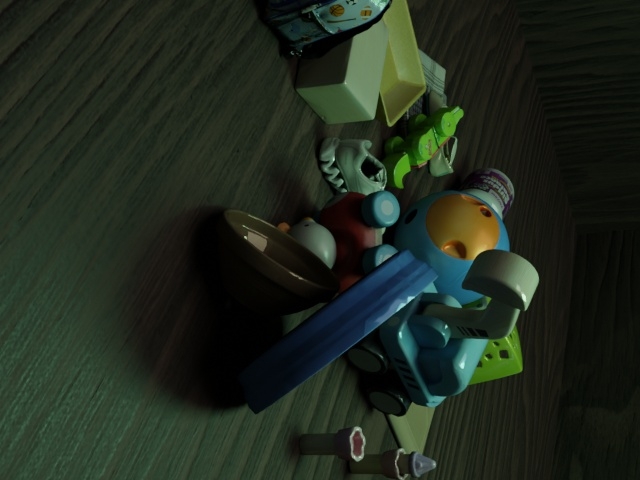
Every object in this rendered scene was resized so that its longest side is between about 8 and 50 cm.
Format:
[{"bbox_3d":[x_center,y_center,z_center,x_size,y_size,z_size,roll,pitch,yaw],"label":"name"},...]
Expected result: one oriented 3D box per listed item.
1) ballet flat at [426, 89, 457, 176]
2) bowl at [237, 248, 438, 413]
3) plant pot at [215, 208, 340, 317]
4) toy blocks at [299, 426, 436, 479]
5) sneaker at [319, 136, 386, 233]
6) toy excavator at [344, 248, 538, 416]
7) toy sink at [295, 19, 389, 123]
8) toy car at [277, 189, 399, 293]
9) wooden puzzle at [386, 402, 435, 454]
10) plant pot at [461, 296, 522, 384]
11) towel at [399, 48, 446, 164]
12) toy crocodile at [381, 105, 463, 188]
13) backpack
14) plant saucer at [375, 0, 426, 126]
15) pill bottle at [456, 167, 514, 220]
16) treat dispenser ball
[{"bbox_3d":[0.340,-0.299,2.383,0.086,0.086,0.248,14,76,-62],"label":"ballet flat"},{"bbox_3d":[0.023,0.148,1.464,0.077,0.391,0.391,53,29,4],"label":"bowl"},{"bbox_3d":[-0.093,0.054,1.470,0.109,0.237,0.237,-55,154,12],"label":"plant pot"},{"bbox_3d":[0.125,0.540,1.671,0.288,0.260,0.308,39,50,-53],"label":"toy blocks"},{"bbox_3d":[0.099,-0.112,1.926,0.292,0.118,0.110,61,33,-40],"label":"sneaker"},{"bbox_3d":[0.277,0.187,1.817,0.222,0.445,0.433,-57,134,-36],"label":"toy excavator"},{"bbox_3d":[0.046,-0.394,1.863,0.153,0.131,0.234,40,55,-54],"label":"toy sink"},{"bbox_3d":[0.000,0.000,1.678,0.238,0.219,0.210,6,78,-34],"label":"toy car"},{"bbox_3d":[0.232,0.410,2.169,0.238,0.044,0.221,-58,135,-44],"label":"wooden puzzle"},{"bbox_3d":[0.391,0.227,2.270,0.228,0.227,0.207,-81,151,-59],"label":"plant pot"},{"bbox_3d":[0.301,-0.375,2.440,0.324,0.056,0.312,20,67,-61],"label":"towel"},{"bbox_3d":[0.267,-0.254,2.229,0.340,0.115,0.105,-45,122,-40],"label":"toy crocodile"},{"bbox_3d":[0.019,-0.530,1.690,0.213,0.263,0.276,37,53,-55],"label":"backpack"},{"bbox_3d":[0.149,-0.481,2.137,0.333,0.081,0.332,-49,127,-55],"label":"plant saucer"},{"bbox_3d":[0.480,-0.098,2.610,0.301,0.169,0.169,-48,127,-56],"label":"pill bottle"},{"bbox_3d":[0.326,0.019,2.150,0.288,0.288,0.288,21,66,-60],"label":"treat dispenser ball"}]
